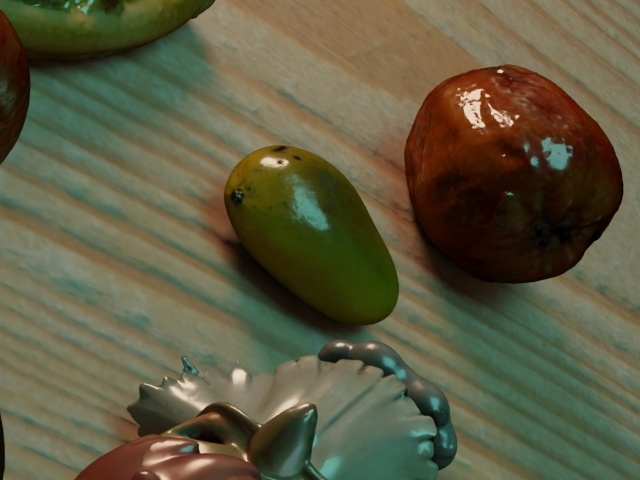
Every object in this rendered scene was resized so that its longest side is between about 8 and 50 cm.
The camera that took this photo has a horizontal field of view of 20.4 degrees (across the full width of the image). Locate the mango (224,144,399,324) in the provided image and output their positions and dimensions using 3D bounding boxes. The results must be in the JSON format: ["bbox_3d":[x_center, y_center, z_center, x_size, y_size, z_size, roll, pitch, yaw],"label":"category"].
[{"bbox_3d":[0.000,0.000,1.249,0.161,0.076,0.103,46,25,-26],"label":"mango"}]

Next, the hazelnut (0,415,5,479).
[{"bbox_3d":[-0.224,0.112,0.756,0.202,0.170,0.160,-70,157,-13],"label":"hazelnut"}]

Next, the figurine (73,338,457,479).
[{"bbox_3d":[-0.047,0.151,0.959,0.207,0.166,0.387,41,27,13],"label":"figurine"}]

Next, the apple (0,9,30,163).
[{"bbox_3d":[-0.232,-0.087,0.975,0.146,0.146,0.131,37,26,-24],"label":"apple"}]

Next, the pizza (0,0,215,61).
[{"bbox_3d":[-0.191,-0.228,1.214,0.323,0.089,0.223,-15,75,-57],"label":"pizza"}]

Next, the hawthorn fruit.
[{"bbox_3d":[0.145,-0.050,1.419,0.179,0.173,0.173,34,27,20],"label":"hawthorn fruit"}]
